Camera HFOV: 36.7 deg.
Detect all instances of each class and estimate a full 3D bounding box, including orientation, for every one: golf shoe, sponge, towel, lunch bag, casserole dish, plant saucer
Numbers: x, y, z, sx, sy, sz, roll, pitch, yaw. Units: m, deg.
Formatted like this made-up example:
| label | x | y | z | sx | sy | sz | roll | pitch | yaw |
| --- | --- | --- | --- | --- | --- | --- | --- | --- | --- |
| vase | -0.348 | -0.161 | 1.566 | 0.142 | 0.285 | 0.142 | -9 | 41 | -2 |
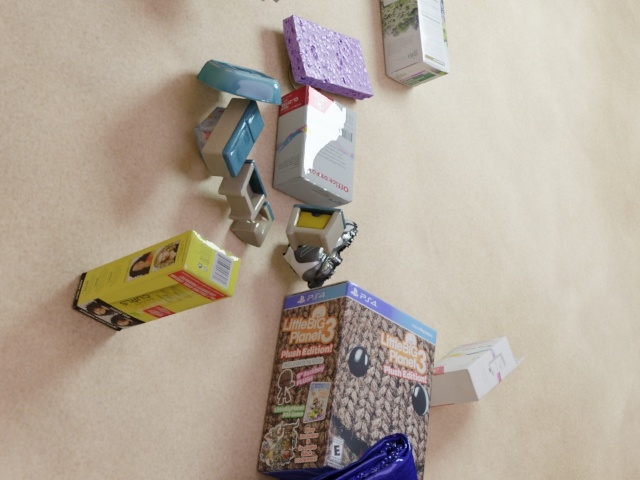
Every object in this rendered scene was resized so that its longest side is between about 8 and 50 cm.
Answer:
| label | x | y | z | sx | sy | sz | roll | pitch | yaw |
| --- | --- | --- | --- | --- | --- | --- | --- | --- | --- |
| golf shoe | 0.000 | 0.000 | 1.598 | 0.094 | 0.077 | 0.198 | 37 | 29 | -2 |
| sponge | 0.016 | -0.325 | 1.737 | 0.210 | 0.031 | 0.117 | 4 | 70 | -53 |
| towel | 0.063 | 0.452 | 1.395 | 0.227 | 0.076 | 0.308 | -24 | 121 | -22 |
| lunch bag | -0.155 | -0.154 | 1.496 | 0.071 | 0.053 | 0.083 | -55 | 144 | -42 |
| casserole dish | -0.122 | -0.244 | 1.474 | 0.114 | 0.188 | 0.037 | 11 | 102 | -21 |
| plant saucer | -0.031 | -0.287 | 1.705 | 0.083 | 0.015 | 0.083 | 19 | 64 | -44 |

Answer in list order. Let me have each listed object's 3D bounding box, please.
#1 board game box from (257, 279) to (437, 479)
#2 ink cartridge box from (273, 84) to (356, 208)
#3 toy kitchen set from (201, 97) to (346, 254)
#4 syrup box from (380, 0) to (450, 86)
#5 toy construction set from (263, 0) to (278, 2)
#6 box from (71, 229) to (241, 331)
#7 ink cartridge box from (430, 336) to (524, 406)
| label | x | y | z | sx | sy | sz | roll | pitch | yaw |
| --- | --- | --- | --- | --- | --- | --- | --- | --- | --- |
| board game box | 0.050 | 0.247 | 1.524 | 0.232 | 0.141 | 0.291 | 30 | 57 | -38 |
| ink cartridge box | -0.009 | -0.154 | 1.642 | 0.127 | 0.072 | 0.175 | 25 | 60 | -41 |
| toy kitchen set | -0.057 | -0.096 | 1.462 | 0.207 | 0.166 | 0.122 | 73 | 32 | -47 |
| syrup box | 0.187 | -0.438 | 1.935 | 0.096 | 0.093 | 0.237 | 10 | 70 | -46 |
| toy construction set | -0.100 | -0.517 | 1.615 | 0.215 | 0.151 | 0.328 | 49 | 36 | -22 |
| box | -0.211 | 0.055 | 1.228 | 0.087 | 0.232 | 0.058 | 35 | 51 | -37 |
| ink cartridge box | 0.285 | 0.238 | 1.808 | 0.198 | 0.115 | 0.067 | -25 | 96 | -50 |
